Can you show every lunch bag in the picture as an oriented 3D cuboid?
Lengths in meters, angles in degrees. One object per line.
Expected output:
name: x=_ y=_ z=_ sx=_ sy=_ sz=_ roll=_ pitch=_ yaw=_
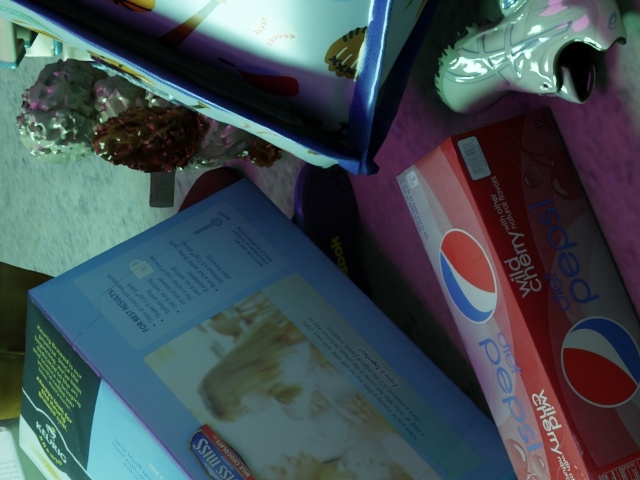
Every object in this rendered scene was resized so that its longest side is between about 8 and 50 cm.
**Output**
lunch bag: x=-0.074 y=-0.217 z=1.046 sx=0.328 sy=0.239 sz=0.385 roll=25 pitch=149 yaw=5

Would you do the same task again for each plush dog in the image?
plush dog: x=-0.091 y=-0.126 z=1.330 sx=0.210 sy=0.262 sz=0.225 roll=43 pitch=170 yaw=-16

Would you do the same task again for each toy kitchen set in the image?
toy kitchen set: x=-0.250 y=-0.224 z=1.717 sx=0.207 sy=0.166 sz=0.122 roll=-79 pitch=-10 yaw=-59

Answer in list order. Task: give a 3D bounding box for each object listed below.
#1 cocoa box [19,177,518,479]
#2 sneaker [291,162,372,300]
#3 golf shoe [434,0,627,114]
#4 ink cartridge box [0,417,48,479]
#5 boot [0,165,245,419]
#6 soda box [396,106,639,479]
cocoa box: x=-0.051 y=0.168 z=1.309 sx=0.347 sy=0.231 sz=0.228 roll=45 pitch=145 yaw=25
sneaker: x=0.000 y=0.000 z=1.376 sx=0.059 sy=0.053 sz=0.144 roll=21 pitch=124 yaw=59
golf shoe: x=0.131 y=-0.112 z=1.037 sx=0.086 sy=0.069 sz=0.176 roll=59 pitch=153 yaw=13
ink cartridge box: x=-0.202 y=0.298 z=1.686 sx=0.071 sy=0.324 sz=0.330 roll=-11 pitch=97 yaw=27
boot: x=-0.195 y=0.041 z=1.465 sx=0.096 sy=0.280 sz=0.264 roll=31 pitch=102 yaw=39
soda box: x=0.147 y=0.053 z=1.087 sx=0.092 sy=0.083 sz=0.263 roll=-37 pitch=72 yaw=63
